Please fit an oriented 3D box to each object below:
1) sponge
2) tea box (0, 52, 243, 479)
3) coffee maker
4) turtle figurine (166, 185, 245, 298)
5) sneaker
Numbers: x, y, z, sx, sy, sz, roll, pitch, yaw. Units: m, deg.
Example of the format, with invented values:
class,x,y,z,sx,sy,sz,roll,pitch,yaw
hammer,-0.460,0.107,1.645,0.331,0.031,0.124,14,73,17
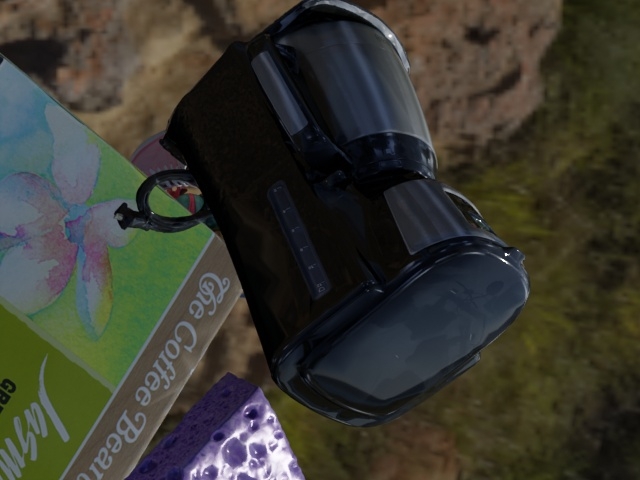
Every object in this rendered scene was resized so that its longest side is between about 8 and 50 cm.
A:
class,x,y,z,sx,sy,sz,roll,pitch,yaw
sponge,-0.086,0.177,0.856,0.210,0.031,0.117,-44,133,-27
tea box,-0.278,0.062,1.042,0.323,0.220,0.329,40,61,-19
coffee maker,0.000,0.000,0.851,0.120,0.178,0.171,9,132,-35
turtle figurine,-0.079,0.006,1.741,0.234,0.175,0.118,15,92,-33
sneaker,-0.139,-0.070,1.672,0.051,0.134,0.070,34,35,-36
